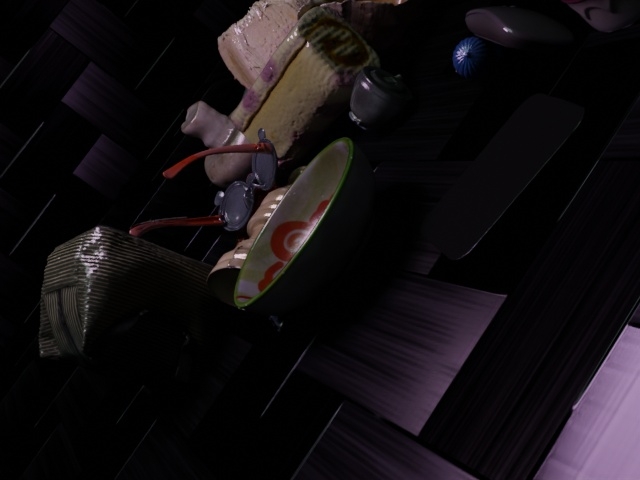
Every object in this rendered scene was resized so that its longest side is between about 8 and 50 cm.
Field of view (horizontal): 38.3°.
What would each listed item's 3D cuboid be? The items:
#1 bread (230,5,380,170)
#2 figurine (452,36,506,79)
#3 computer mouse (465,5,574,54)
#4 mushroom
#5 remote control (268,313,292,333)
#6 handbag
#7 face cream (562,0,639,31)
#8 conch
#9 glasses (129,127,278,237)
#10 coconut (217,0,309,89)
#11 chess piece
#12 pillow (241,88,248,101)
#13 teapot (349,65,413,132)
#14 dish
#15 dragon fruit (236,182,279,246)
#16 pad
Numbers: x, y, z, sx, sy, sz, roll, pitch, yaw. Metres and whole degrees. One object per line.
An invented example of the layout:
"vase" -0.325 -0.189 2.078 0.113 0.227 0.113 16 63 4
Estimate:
"bread" -0.034 -0.307 1.890 0.155 0.187 0.338 -39 -5 -39
"figurine" 0.250 -0.309 1.525 0.077 0.079 0.136 -50 20 11
"computer mouse" 0.301 -0.328 1.410 0.232 0.120 0.057 -114 33 -69
"mushroom" -0.220 -0.256 2.236 0.243 0.243 0.243 -43 22 22
"remote control" -0.072 0.128 1.572 0.039 0.014 0.096 -50 21 3
"handbag" -0.357 0.142 1.745 0.247 0.341 0.240 -19 56 48
"face cream" 0.378 -0.408 1.254 0.175 0.195 0.175 -41 24 23
"conch" 0.101 -0.466 1.958 0.263 0.186 0.324 -7 21 46
"glasses" -0.226 -0.108 1.755 0.234 0.268 0.118 -49 57 39
"coconut" -0.080 -0.470 2.253 0.297 0.254 0.297 -36 8 6
"chess piece" -0.089 -0.022 1.742 0.138 0.124 0.307 106 -170 -55
"pillow" -0.150 -0.387 2.477 0.186 0.106 0.249 -32 32 44
"teapot" 0.102 -0.268 1.740 0.108 0.111 0.149 -57 21 28
"dish" 0.000 0.000 1.492 0.324 0.124 0.324 -51 16 20
"dragon fruit" -0.126 -0.036 1.893 0.094 0.094 0.190 -147 73 -70
"pad" 0.246 -0.093 1.281 0.267 0.004 0.181 -49 20 5
